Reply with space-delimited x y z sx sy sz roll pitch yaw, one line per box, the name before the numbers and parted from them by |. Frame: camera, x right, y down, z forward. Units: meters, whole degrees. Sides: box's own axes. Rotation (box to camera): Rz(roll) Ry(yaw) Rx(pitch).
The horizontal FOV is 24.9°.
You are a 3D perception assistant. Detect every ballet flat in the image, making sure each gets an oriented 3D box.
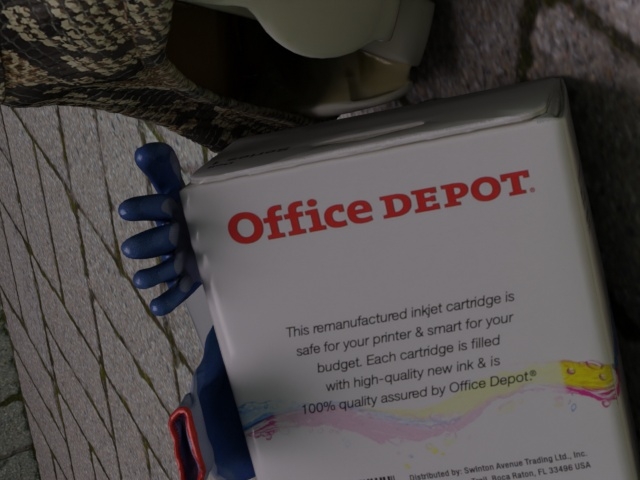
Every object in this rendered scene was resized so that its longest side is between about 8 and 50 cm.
ballet flat | -0.035 -0.128 0.831 0.483 0.182 0.164 -10 -79 -71

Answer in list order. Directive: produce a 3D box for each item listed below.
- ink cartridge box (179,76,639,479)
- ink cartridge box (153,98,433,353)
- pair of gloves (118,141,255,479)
ink cartridge box | 0.062 0.067 0.801 0.117 0.201 0.278 -59 -43 -69
ink cartridge box | 0.000 0.000 0.960 0.127 0.176 0.128 69 160 -3
pair of gloves | -0.062 0.041 0.792 0.159 0.023 0.198 -36 -65 -76
